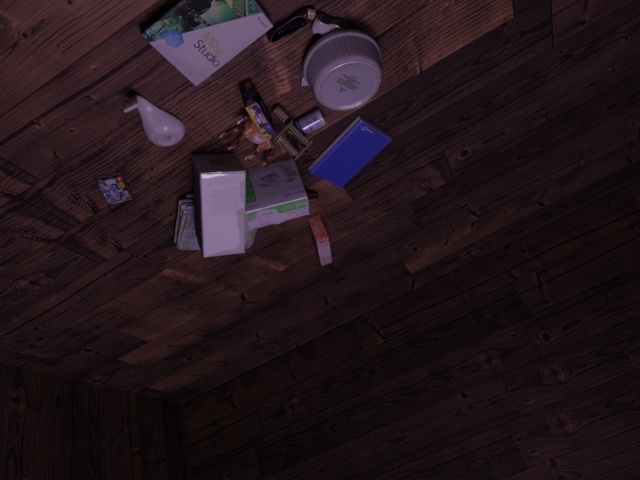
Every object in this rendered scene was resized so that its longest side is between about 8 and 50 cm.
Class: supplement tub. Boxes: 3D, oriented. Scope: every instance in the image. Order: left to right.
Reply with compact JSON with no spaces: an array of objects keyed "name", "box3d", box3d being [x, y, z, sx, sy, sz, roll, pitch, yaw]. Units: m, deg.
[{"name":"supplement tub","box3d":[-0.038,-0.450,1.791,0.107,0.071,0.071,-27,145,11]}]

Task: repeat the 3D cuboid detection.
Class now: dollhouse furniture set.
[{"name":"dollhouse furniture set","box3d":[-0.144,-0.393,1.784,0.182,0.161,0.101,44,81,-12]}]

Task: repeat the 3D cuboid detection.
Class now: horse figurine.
[{"name":"horse figurine","box3d":[-0.258,-0.380,1.785,0.174,0.066,0.263,-29,143,23]}]

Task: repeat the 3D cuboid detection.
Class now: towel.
[{"name":"towel","box3d":[-0.453,-0.080,2.085,0.374,0.090,0.320,-1,144,-25]}]

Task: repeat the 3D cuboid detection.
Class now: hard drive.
[{"name":"hard drive","box3d":[0.127,-0.372,2.008,0.210,0.040,0.318,18,131,-42]}]

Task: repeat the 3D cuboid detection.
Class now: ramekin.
[{"name":"ramekin","box3d":[0.082,-0.560,1.583,0.272,0.127,0.273,-10,153,-5]}]

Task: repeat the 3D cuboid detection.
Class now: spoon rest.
[{"name":"spoon rest","box3d":[-0.567,-0.408,1.596,0.137,0.084,0.276,-23,159,7]}]

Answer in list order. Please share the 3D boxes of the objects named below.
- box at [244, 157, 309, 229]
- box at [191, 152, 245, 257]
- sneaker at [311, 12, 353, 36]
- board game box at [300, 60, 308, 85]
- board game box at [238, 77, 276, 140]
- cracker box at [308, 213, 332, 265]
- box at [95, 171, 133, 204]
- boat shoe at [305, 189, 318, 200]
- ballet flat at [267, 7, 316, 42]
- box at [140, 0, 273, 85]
[{"name":"box","box3d":[-0.202,-0.191,1.926,0.261,0.231,0.127,-14,146,-7]},{"name":"box","box3d":[-0.394,-0.141,1.813,0.168,0.215,0.345,-6,121,-21]},{"name":"sneaker","box3d":[0.040,-0.690,1.526,0.152,0.054,0.061,5,155,-29]},{"name":"board game box","box3d":[-0.023,-0.590,1.650,0.090,0.020,0.090,-9,145,-14]},{"name":"board game box","box3d":[-0.218,-0.455,1.632,0.048,0.141,0.170,-24,146,7]},{"name":"cracker box","box3d":[0.000,0.000,2.356,0.067,0.156,0.232,-17,146,-4]},{"name":"box","box3d":[-0.790,-0.200,1.798,0.093,0.027,0.137,-15,145,-9]},{"name":"boat shoe","box3d":[-0.100,-0.209,2.095,0.207,0.073,0.073,-6,104,-30]},{"name":"ballet flat","box3d":[-0.089,-0.673,1.476,0.173,0.049,0.057,-27,146,10]},{"name":"box","box3d":[-0.334,-0.638,1.396,0.322,0.058,0.232,-32,144,16]}]
